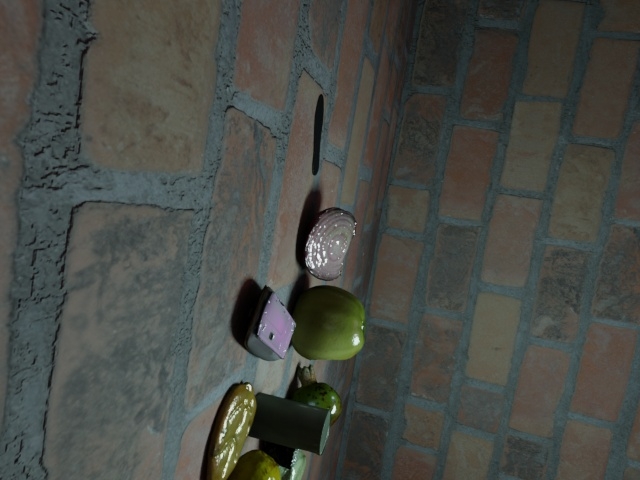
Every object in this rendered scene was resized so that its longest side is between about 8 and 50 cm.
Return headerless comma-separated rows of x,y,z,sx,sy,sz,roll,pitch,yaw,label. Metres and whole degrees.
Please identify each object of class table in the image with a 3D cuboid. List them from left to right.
-0.090,0.527,1.341,0.126,0.219,0.127,9,90,-76,table

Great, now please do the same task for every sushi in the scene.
-0.115,0.623,1.504,0.124,0.127,0.225,-42,148,-69,sushi

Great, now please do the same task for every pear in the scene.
-0.178,0.648,1.238,0.149,0.148,0.162,77,31,-58,pear

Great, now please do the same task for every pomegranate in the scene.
-0.027,0.589,1.728,0.202,0.202,0.248,58,18,-70,pomegranate

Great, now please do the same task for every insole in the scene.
-0.009,-0.330,1.471,0.086,0.005,0.253,-46,143,-64,insole

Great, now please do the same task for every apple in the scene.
0.024,0.280,1.584,0.279,0.279,0.279,11,90,-76,apple

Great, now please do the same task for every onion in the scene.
0.000,0.000,1.572,0.247,0.111,0.250,15,97,-54,onion

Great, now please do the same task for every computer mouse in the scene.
-0.137,0.227,1.234,0.310,0.071,0.158,71,34,-63,computer mouse

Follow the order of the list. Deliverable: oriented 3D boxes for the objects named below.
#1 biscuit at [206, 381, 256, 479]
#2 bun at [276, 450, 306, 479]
-0.221,0.485,1.162,0.203,0.041,0.260,82,22,-53,biscuit
-0.132,0.833,1.641,0.221,0.108,0.221,19,90,-76,bun
